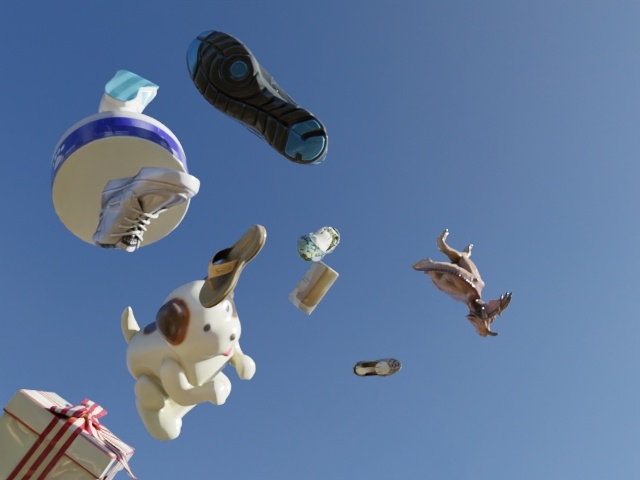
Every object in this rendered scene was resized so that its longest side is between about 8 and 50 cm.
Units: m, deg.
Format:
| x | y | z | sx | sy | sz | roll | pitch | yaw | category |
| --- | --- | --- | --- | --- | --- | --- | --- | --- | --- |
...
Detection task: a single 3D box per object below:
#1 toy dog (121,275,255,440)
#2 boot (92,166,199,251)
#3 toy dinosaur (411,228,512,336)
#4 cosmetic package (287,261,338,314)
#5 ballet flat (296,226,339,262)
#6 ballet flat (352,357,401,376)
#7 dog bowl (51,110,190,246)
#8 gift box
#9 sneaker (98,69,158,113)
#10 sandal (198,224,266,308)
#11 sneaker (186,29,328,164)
| x | y | z | sx | sy | sz | roll | pitch | yaw | category |
| --- | --- | --- | --- | --- | --- | --- | --- | --- | --- |
| -0.346 | 0.267 | 1.803 | 0.395 | 0.284 | 0.408 | 53 | -44 | 17 | toy dog |
| -0.288 | -0.040 | 1.093 | 0.095 | 0.123 | 0.258 | 21 | -17 | -35 | boot |
| 0.318 | 0.099 | 1.474 | 0.127 | 0.200 | 0.295 | -42 | -31 | 12 | toy dinosaur |
| -0.017 | 0.104 | 1.531 | 0.041 | 0.060 | 0.115 | 38 | -94 | -32 | cosmetic package |
| 0.000 | 0.000 | 1.441 | 0.070 | 0.188 | 0.070 | 2 | -81 | 12 | ballet flat |
| 0.122 | 0.284 | 1.493 | 0.114 | 0.041 | 0.041 | -10 | -50 | 28 | ballet flat |
| -0.393 | -0.115 | 1.338 | 0.265 | 0.104 | 0.265 | -10 | -51 | -13 | dog bowl |
| -0.515 | 0.449 | 1.332 | 0.276 | 0.258 | 0.255 | 35 | -14 | -1 | gift box |
| -0.409 | -0.293 | 1.418 | 0.087 | 0.229 | 0.092 | 25 | -66 | -5 | sneaker |
| -0.168 | 0.040 | 1.215 | 0.049 | 0.072 | 0.180 | 33 | -81 | -39 | sandal |
| -0.124 | -0.261 | 1.308 | 0.125 | 0.139 | 0.341 | -44 | -95 | 2 | sneaker |
